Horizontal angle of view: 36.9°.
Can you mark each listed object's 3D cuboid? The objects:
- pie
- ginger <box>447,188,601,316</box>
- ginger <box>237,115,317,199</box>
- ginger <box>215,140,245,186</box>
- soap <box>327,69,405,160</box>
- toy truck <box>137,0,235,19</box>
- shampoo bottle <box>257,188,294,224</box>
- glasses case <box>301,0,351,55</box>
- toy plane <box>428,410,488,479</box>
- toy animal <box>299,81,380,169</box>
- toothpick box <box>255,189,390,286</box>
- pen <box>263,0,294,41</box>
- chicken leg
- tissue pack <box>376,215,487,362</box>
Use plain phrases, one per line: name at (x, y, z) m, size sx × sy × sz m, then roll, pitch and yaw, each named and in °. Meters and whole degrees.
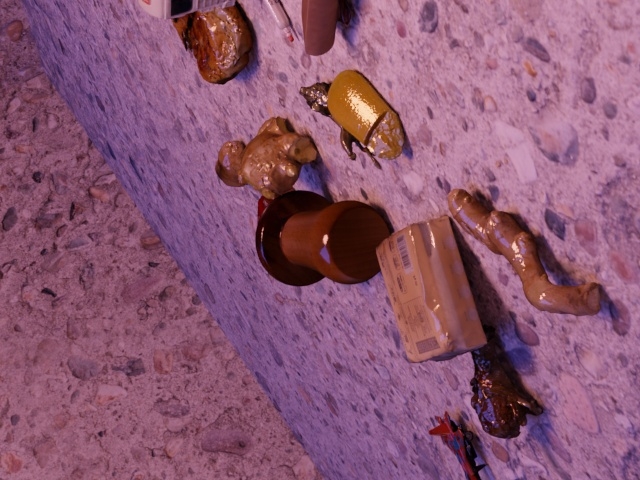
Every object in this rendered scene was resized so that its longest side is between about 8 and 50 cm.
pie at (-0.243, -0.447, 1.929) m, size 0.308 × 0.085 × 0.308 m, roll 52°, pitch 160°, yaw 27°
ginger at (0.270, 0.013, 1.317) m, size 0.288 × 0.075 × 0.089 m, roll 47°, pitch 154°, yaw 44°
ginger at (-0.089, -0.157, 1.883) m, size 0.102 × 0.157 × 0.216 m, roll 41°, pitch 179°, yaw -34°
ginger at (-0.212, -0.178, 2.289) m, size 0.190 × 0.069 × 0.095 m, roll 117°, pitch 143°, yaw -69°
soap at (0.072, -0.201, 1.523) m, size 0.168 × 0.033 × 0.089 m, roll 45°, pitch 127°, yaw 26°
toy truck at (-0.292, -0.562, 1.641) m, size 0.387 × 0.207 × 0.173 m, roll 61°, pitch 162°, yaw 19°
shampoo bottle at (-0.099, -0.026, 2.208) m, size 0.118 × 0.076 × 0.314 m, roll 54°, pitch 161°, yaw 21°
glasses case at (0.010, -0.374, 1.428) m, size 0.193 × 0.070 × 0.102 m, roll 97°, pitch 167°, yaw -65°
toy plane at (0.288, 0.425, 1.904) m, size 0.189 × 0.061 × 0.130 m, roll 53°, pitch 160°, yaw 7°
toy animal at (0.039, -0.200, 1.602) m, size 0.219 × 0.069 × 0.086 m, roll 56°, pitch -179°, yaw 25°
toothpick box at (0.000, 0.000, 1.821) m, size 0.294 × 0.192 × 0.192 m, roll 6°, pitch 124°, yaw 62°
pen at (-0.100, -0.441, 1.655) m, size 0.218 × 0.026 × 0.026 m, roll 62°, pitch 162°, yaw -5°
chicken leg at (0.290, 0.235, 1.599) m, size 0.196 × 0.080 × 0.125 m, roll 66°, pitch 152°, yaw 6°
tissue pack at (0.177, 0.086, 1.561) m, size 0.186 × 0.090 × 0.222 m, roll 135°, pitch 119°, yaw -70°
